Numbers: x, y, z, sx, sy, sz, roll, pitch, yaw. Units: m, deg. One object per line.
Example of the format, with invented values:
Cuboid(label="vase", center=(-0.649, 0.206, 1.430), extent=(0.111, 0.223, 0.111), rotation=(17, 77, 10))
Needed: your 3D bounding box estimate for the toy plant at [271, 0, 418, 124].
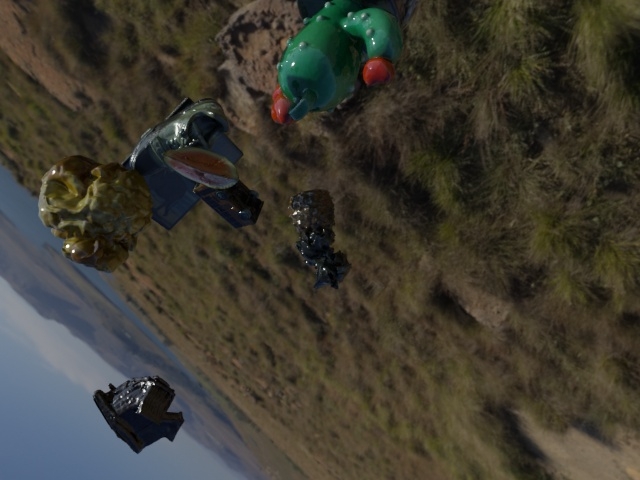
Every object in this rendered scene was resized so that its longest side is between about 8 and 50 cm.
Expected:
Cuboid(label="toy plant", center=(0.044, -0.350, 0.773), extent=(0.280, 0.400, 0.185), rotation=(17, 156, 33))

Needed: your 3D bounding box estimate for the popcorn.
Cuboid(label="popcorn", center=(-0.557, -0.068, 1.205), extent=(0.225, 0.265, 0.332), rotation=(90, 159, -58))

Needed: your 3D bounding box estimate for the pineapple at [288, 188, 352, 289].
Cuboid(label="pineapple", center=(0.000, 0.000, 1.090), extent=(0.119, 0.237, 0.111), rotation=(-18, 167, 24))

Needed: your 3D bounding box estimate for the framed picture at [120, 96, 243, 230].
Cuboid(label="framed picture", center=(-0.427, -0.218, 1.425), extent=(0.016, 0.347, 0.265), rotation=(42, 177, 44))

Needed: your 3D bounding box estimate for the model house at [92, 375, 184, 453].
Cuboid(label="model house", center=(-0.433, 0.423, 1.186), extent=(0.141, 0.164, 0.203), rotation=(35, 152, 48))

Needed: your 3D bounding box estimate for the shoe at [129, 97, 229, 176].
Cuboid(label="shoe", center=(-0.361, -0.253, 1.225), extent=(0.109, 0.293, 0.149), rotation=(54, 174, -36))

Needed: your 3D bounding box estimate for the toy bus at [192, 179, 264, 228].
Cuboid(label="toy bus", center=(-0.275, -0.133, 1.409), extent=(0.114, 0.098, 0.201), rotation=(-14, 135, 37))

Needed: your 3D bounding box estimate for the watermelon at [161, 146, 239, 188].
Cuboid(label="watermelon", center=(-0.248, -0.165, 1.023), extent=(0.163, 0.068, 0.087), rotation=(19, 163, -8))
